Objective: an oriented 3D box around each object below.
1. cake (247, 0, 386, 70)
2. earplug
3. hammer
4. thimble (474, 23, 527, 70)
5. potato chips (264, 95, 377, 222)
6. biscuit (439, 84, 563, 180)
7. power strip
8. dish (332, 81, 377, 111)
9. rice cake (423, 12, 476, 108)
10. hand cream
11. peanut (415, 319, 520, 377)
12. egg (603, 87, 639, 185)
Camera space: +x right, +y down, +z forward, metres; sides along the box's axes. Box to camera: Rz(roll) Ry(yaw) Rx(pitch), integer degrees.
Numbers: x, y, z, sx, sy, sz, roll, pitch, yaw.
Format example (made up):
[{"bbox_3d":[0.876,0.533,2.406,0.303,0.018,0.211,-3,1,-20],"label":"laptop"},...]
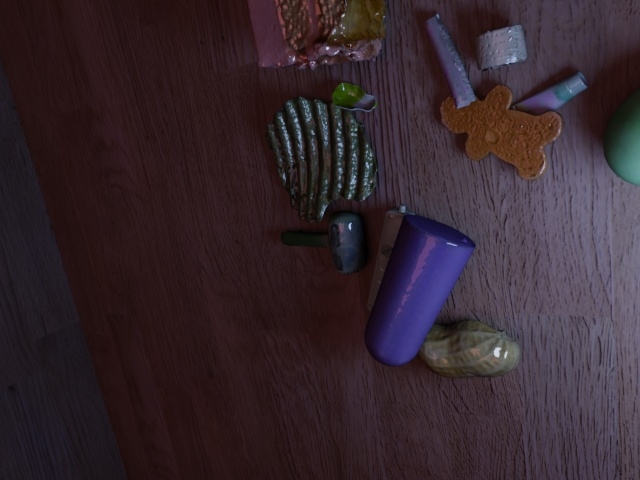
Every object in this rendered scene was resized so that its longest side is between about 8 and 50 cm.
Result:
[{"bbox_3d":[-0.003,-0.614,1.294,0.307,0.314,0.293,5,110,28],"label":"cake"},{"bbox_3d":[0.264,0.164,1.406,0.215,0.215,0.456,27,109,21],"label":"earplug"},{"bbox_3d":[0.000,0.000,1.622,0.335,0.119,0.206,4,108,37],"label":"hammer"},{"bbox_3d":[0.447,-0.477,1.190,0.115,0.102,0.090,6,111,56],"label":"thimble"},{"bbox_3d":[-0.019,-0.267,1.541,0.373,0.097,0.389,-25,90,34],"label":"potato chips"},{"bbox_3d":[0.465,-0.304,1.264,0.324,0.049,0.205,28,119,26],"label":"biscuit"},{"bbox_3d":[0.228,0.064,1.527,0.091,0.062,0.385,20,116,25],"label":"power strip"},{"bbox_3d":[0.103,-0.421,1.448,0.137,0.039,0.091,20,73,6],"label":"dish"},{"bbox_3d":[0.339,-0.474,1.265,0.055,0.049,0.270,-26,81,50],"label":"rice cake"},{"bbox_3d":[0.574,-0.351,1.197,0.174,0.047,0.076,-30,89,44],"label":"hand cream"},{"bbox_3d":[0.425,0.335,1.443,0.340,0.158,0.174,-18,113,37],"label":"peanut"},{"bbox_3d":[0.749,-0.238,1.017,0.220,0.220,0.269,46,122,10],"label":"egg"}]
